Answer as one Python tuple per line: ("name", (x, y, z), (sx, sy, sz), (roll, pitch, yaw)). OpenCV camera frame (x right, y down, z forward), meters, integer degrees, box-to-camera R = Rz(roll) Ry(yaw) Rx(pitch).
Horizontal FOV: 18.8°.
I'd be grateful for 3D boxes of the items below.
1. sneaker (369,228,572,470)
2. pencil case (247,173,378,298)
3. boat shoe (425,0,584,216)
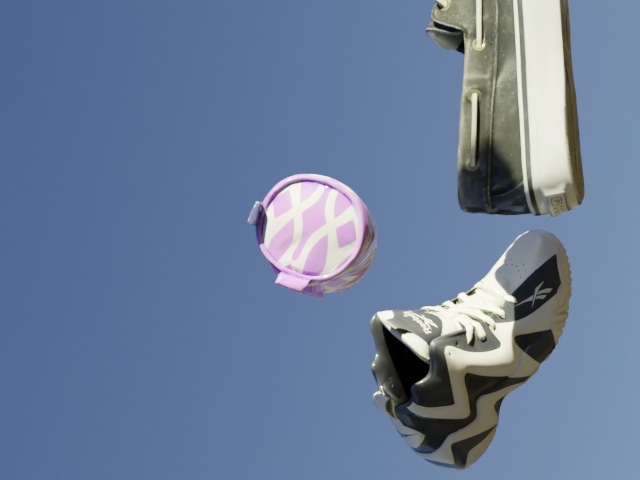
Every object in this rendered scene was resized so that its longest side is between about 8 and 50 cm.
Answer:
("sneaker", (0.123, 0.074, 1.710), (0.153, 0.094, 0.235), (36, -93, -44))
("pencil case", (0.000, 0.000, 1.482), (0.206, 0.086, 0.088), (23, -101, -83))
("boat shoe", (0.144, -0.183, 1.601), (0.121, 0.119, 0.335), (43, -138, -72))
